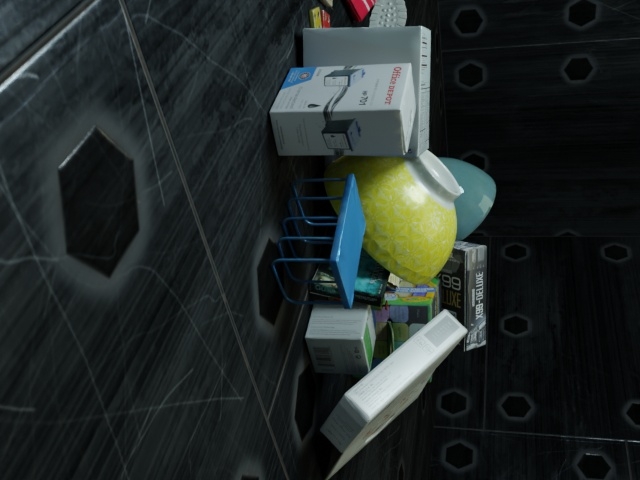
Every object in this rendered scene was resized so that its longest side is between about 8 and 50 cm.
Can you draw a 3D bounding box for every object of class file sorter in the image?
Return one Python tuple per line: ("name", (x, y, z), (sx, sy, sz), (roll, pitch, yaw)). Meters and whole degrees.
("file sorter", (0.000, 0.000, 1.077), (0.118, 0.105, 0.170), (73, 23, -49))

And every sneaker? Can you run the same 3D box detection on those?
("sneaker", (0.169, -0.562, 1.747), (0.095, 0.090, 0.235), (72, 23, -75))

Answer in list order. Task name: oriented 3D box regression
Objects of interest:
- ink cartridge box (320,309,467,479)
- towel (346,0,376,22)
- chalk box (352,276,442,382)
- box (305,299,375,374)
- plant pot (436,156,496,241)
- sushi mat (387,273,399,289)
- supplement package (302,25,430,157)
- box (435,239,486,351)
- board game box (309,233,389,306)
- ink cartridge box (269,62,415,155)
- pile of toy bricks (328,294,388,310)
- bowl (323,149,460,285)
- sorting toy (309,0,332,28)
("ink cartridge box", (0.119, 0.286, 1.306), (0.296, 0.066, 0.261), (-31, 157, -38))
("towel", (0.140, -0.588, 1.435), (0.275, 0.031, 0.199), (-49, 163, 3))
("chalk box", (0.164, 0.198, 1.554), (0.289, 0.179, 0.180), (-36, 125, -70))
("box", (0.037, 0.167, 1.218), (0.087, 0.102, 0.101), (-76, 160, -45))
("plant pot", (0.376, -0.151, 2.229), (0.195, 0.290, 0.290), (38, 44, -25))
("sushi mat", (0.138, -0.053, 1.599), (0.151, 0.019, 0.316), (34, 49, -30))
("supplement package", (0.081, -0.250, 1.184), (0.149, 0.194, 0.203), (-42, 134, -70))
("box", (0.272, 0.113, 1.741), (0.077, 0.307, 0.242), (-10, 104, -34))
("board game box", (0.063, 0.050, 1.269), (0.186, 0.126, 0.026), (-64, 162, -59))
("ink cartridge box", (0.037, -0.194, 1.046), (0.139, 0.191, 0.082), (-74, 158, -47))
("pile of toy bricks", (0.081, 0.117, 1.376), (0.212, 0.105, 0.118), (-66, 152, -56))
("bowl", (0.162, -0.078, 1.297), (0.289, 0.156, 0.289), (38, 26, -23))
("sorting toy", (0.015, -0.486, 1.238), (0.132, 0.046, 0.274), (-7, 97, -75))
